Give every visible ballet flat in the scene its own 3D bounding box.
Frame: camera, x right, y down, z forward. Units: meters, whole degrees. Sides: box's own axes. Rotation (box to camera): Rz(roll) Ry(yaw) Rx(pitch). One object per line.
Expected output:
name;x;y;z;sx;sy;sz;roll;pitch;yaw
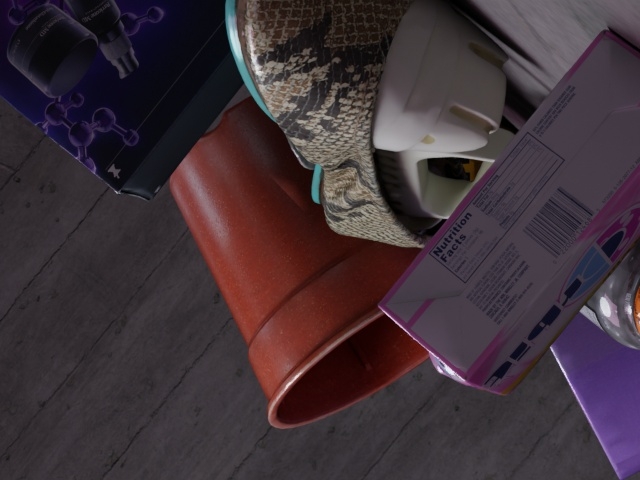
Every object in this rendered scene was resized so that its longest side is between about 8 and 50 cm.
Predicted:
ballet flat;0.064;-0.101;1.201;0.182;0.164;0.483;20;167;13

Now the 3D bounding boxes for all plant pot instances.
plant pot;0.000;0.000;1.551;0.265;0.272;0.272;57;-170;18

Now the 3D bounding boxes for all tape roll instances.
tape roll;0.240;0.071;1.396;0.274;0.090;0.275;62;-174;-12

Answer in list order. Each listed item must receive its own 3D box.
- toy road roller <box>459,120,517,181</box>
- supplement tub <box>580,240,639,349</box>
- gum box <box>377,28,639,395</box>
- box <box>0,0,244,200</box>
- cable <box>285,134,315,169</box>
toy road roller;0.106;-0.126;1.772;0.202;0.241;0.329;43;148;43
supplement tub;0.221;0.004;1.139;0.117;0.117;0.190;36;-176;-36
gum box;0.117;-0.004;0.808;0.062;0.188;0.107;41;-176;21
box;-0.127;-0.188;1.183;0.184;0.261;0.103;39;-176;5
cable;-0.045;-0.200;1.480;0.139;0.072;0.287;-1;-104;-72
